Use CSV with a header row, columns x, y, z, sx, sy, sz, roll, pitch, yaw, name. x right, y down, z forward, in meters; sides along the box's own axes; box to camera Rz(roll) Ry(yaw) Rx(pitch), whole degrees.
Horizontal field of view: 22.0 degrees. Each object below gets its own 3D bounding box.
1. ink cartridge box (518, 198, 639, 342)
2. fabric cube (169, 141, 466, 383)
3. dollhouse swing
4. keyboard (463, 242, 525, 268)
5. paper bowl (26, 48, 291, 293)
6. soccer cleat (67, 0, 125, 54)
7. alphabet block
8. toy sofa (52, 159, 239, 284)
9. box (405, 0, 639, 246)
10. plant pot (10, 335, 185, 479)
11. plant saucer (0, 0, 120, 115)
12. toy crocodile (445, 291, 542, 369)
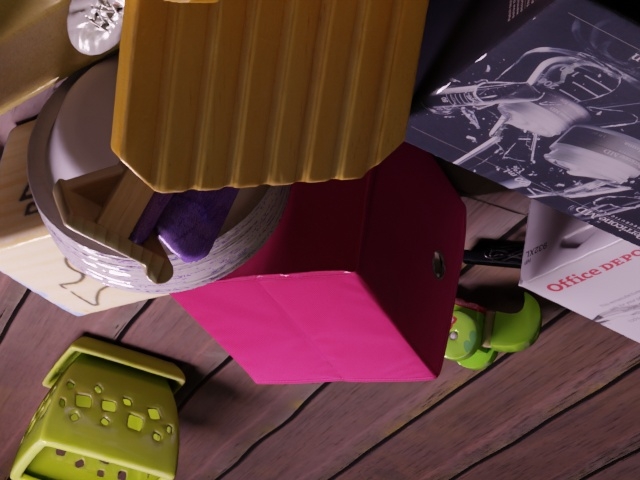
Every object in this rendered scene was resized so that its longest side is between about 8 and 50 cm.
x,y,z,sx,sy,sz,roll,pitch,yaw,name
0.429,0.025,1.974,0.307,0.129,0.223,25,149,-26,ink cartridge box
0.000,0.000,1.944,0.259,0.254,0.258,-4,147,26,fabric cube
0.012,-0.173,1.384,0.347,0.304,0.315,-5,-166,-28,dollhouse swing
0.277,0.018,2.130,0.192,0.038,0.100,4,175,9,keyboard
-0.178,-0.095,1.788,0.284,0.284,0.148,6,152,8,paper bowl
-0.192,-0.247,1.617,0.068,0.076,0.196,21,128,-29,soccer cleat
-0.274,-0.041,2.021,0.197,0.193,0.192,-13,145,37,alphabet block
-0.096,-0.140,1.593,0.177,0.362,0.150,29,-173,-20,toy sofa
0.292,-0.173,1.604,0.343,0.179,0.312,22,151,-22,box
-0.347,0.289,2.637,0.228,0.207,0.227,19,150,-15,plant pot
-0.405,-0.276,1.749,0.333,0.081,0.333,31,145,-33,plant saucer
0.139,0.115,2.276,0.341,0.105,0.115,2,169,25,toy crocodile
